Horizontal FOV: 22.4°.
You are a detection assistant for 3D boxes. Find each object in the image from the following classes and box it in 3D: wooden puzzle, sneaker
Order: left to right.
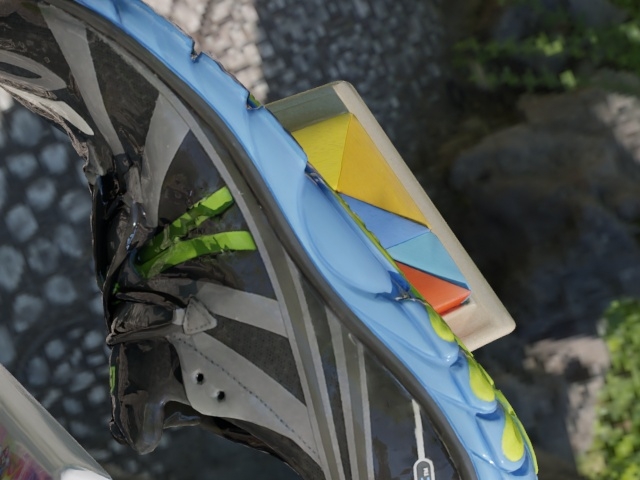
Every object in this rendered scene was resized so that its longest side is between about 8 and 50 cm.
[{"bbox_3d":[-0.030,0.008,0.382,0.188,0.078,0.067,50,-1,11],"label":"sneaker"},{"bbox_3d":[0.000,0.000,1.074,0.239,0.044,0.221,-20,70,-40],"label":"wooden puzzle"}]

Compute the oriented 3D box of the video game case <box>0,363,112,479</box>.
[{"bbox_3d":[-0.116,0.113,0.487,0.019,0.157,0.143,21,91,-26],"label":"video game case"}]
